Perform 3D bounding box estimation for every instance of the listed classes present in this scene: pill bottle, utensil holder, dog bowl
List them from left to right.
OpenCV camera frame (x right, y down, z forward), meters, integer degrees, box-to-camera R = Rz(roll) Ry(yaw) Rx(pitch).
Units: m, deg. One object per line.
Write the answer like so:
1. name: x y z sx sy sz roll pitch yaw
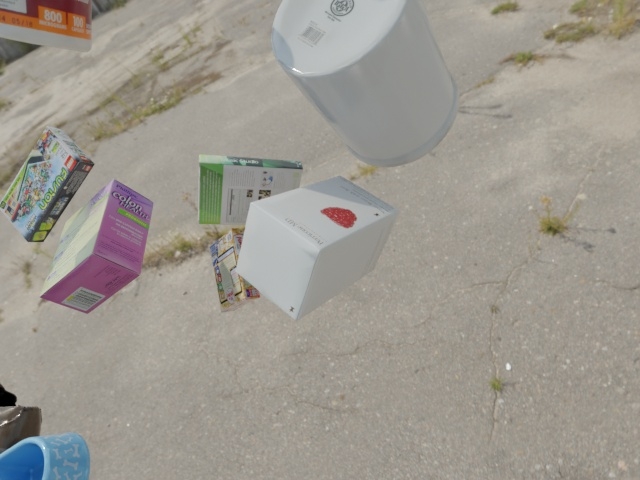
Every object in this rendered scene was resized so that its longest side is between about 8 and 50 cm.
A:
1. dog bowl: -0.544 0.451 0.714 0.297 0.074 0.166 -32 52 4
2. pill bottle: -0.587 -0.611 0.833 0.224 0.392 0.224 10 21 -4
3. utensil holder: 0.119 -0.399 0.954 0.328 0.385 0.327 -9 69 26

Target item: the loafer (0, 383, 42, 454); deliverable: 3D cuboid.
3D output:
1. loafer: -0.754 0.383 0.929 0.366 0.134 0.130 10 68 19

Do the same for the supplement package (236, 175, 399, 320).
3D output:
1. supplement package: 0.000 0.000 0.866 0.177 0.175 0.293 34 35 23

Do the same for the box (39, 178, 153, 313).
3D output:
1. box: -0.533 0.015 1.001 0.213 0.117 0.243 -32 46 23

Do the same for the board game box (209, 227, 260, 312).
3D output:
1. board game box: -0.235 0.082 1.113 0.147 0.045 0.193 -30 69 46

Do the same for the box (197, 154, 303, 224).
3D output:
1. box: -0.233 -0.156 1.346 0.322 0.232 0.058 0 39 -18

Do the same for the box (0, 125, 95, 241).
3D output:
1. box: -0.550 -0.110 0.825 0.114 0.036 0.207 42 102 13
